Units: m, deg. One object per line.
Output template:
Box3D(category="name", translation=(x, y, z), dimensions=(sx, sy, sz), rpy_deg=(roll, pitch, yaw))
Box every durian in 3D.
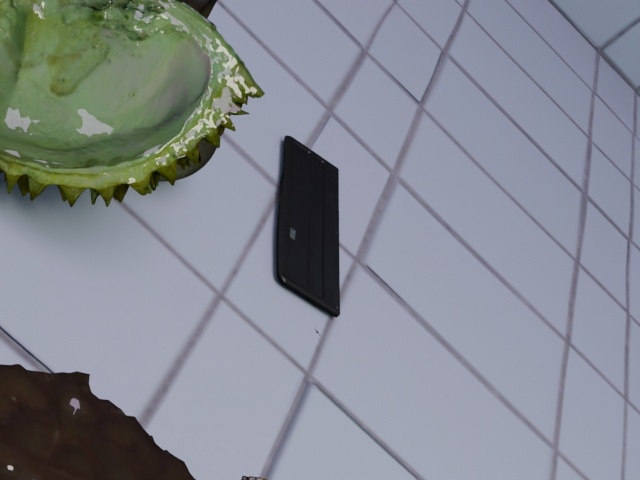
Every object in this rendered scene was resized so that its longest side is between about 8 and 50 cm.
Box3D(category="durian", translation=(-0.255, -0.153, 1.073), dimensions=(0.394, 0.198, 0.163), rpy_deg=(24, 31, -16))

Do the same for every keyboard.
Box3D(category="keyboard", translation=(-0.009, 0.009, 1.388), dimensions=(0.103, 0.041, 0.381), rpy_deg=(33, 28, -25))

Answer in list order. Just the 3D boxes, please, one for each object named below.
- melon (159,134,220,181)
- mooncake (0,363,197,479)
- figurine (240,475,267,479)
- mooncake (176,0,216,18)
Box3D(category="melon", translation=(-0.160, -0.114, 1.258), dimensions=(0.098, 0.098, 0.131), rpy_deg=(49, 32, -1))
Box3D(category="mooncake", translation=(-0.198, 0.237, 0.734), dimensions=(0.324, 0.187, 0.324), rpy_deg=(35, 31, -25))
Box3D(category="figurine", translation=(-0.078, 0.287, 0.945), dimensions=(0.122, 0.121, 0.176), rpy_deg=(59, 32, -43))
Box3D(category="mooncake", translation=(-0.240, -0.298, 1.253), dimensions=(0.290, 0.161, 0.290), rpy_deg=(27, 27, -15))
